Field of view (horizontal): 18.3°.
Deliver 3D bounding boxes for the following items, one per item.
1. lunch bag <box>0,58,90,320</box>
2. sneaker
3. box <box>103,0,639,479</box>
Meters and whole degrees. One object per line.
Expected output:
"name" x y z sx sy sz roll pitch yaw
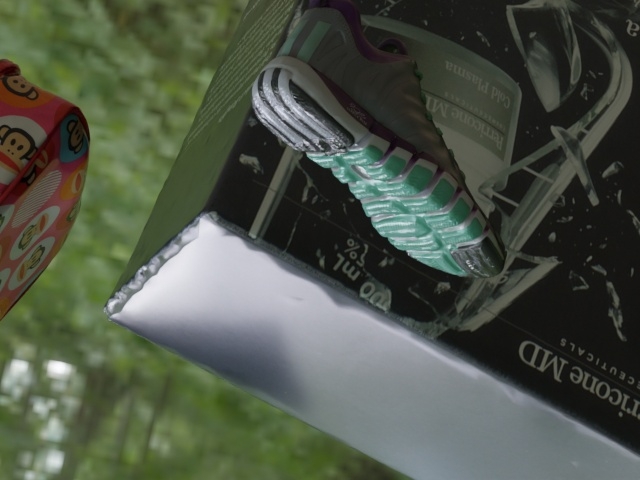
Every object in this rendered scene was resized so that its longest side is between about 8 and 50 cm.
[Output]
"lunch bag" -0.323 0.002 1.768 0.120 0.258 0.293 34 153 6
"sneaker" 0.057 -0.066 1.238 0.083 0.098 0.224 0 148 45
"box" 0.131 -0.053 1.840 0.480 0.471 0.297 28 153 -12
